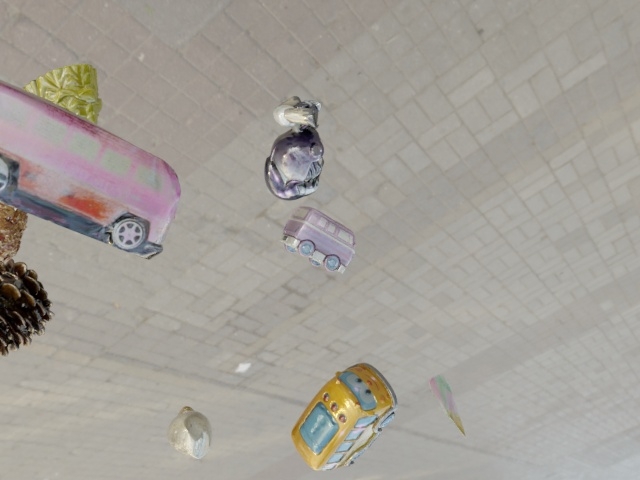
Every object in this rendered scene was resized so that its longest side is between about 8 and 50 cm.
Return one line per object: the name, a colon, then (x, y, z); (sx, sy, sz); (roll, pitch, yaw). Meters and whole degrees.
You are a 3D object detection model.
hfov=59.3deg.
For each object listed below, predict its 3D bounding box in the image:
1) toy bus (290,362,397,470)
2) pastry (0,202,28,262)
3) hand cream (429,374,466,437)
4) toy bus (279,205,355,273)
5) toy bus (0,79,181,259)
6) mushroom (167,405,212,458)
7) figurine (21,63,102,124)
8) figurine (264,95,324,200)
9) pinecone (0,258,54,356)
toy bus: (0.037, 0.339, 1.068); (0.136, 0.126, 0.210); (2, 127, -50)
pastry: (-0.609, -0.040, 1.078); (0.087, 0.170, 0.063); (2, 153, -21)
hand cream: (0.308, 0.397, 1.364); (0.047, 0.174, 0.076); (-35, 110, 10)
toy bus: (0.000, 0.000, 1.649); (0.202, 0.142, 0.142); (31, 82, -24)
toy bus: (-0.329, -0.088, 0.748); (0.302, 0.127, 0.147); (26, 90, -36)
mushroom: (-0.281, 0.416, 1.220); (0.097, 0.088, 0.212); (31, 159, -4)
figurine: (-0.532, -0.208, 1.273); (0.187, 0.315, 0.168); (-22, -177, 1)
figurine: (-0.057, -0.193, 1.243); (0.145, 0.145, 0.222); (-8, 118, -14)
pinecone: (-0.551, 0.125, 0.947); (0.162, 0.165, 0.163); (11, 125, 17)
